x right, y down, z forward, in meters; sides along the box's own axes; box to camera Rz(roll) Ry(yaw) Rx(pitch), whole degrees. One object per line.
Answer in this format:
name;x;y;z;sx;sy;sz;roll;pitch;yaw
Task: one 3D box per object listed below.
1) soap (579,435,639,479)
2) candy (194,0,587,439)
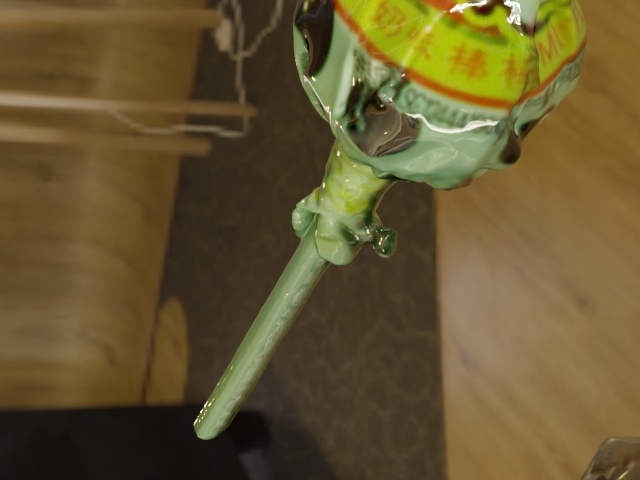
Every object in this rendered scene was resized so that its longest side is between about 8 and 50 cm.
soap;0.229;-0.048;0.301;0.339;0.169;0.304;-52;7;-14
candy;0.000;0.000;0.496;0.305;0.083;0.091;120;171;-48
